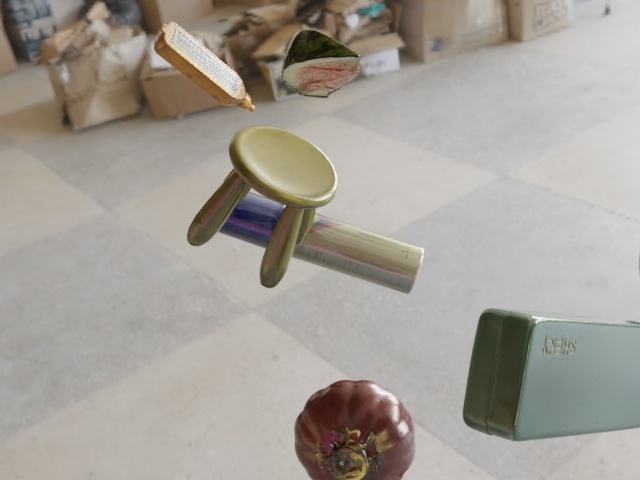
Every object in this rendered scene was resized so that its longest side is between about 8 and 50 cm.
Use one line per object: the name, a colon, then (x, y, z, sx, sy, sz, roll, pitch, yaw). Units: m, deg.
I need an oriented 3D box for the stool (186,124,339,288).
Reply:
stool: (-0.052, -0.036, 0.832, 0.135, 0.110, 0.134, 0, 47, -37)

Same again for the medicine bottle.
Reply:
medicine bottle: (0.000, 0.000, 0.983, 0.231, 0.059, 0.059, 18, 32, 0)

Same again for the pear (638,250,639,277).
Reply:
pear: (0.669, 0.064, 1.389, 0.285, 0.336, 0.285, -23, -7, -3)

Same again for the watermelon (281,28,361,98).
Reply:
watermelon: (-0.001, -0.278, 1.367, 0.119, 0.063, 0.245, 20, -11, -9)

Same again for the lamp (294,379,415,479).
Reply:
lamp: (0.028, 0.162, 0.704, 0.101, 0.101, 0.090, -6, 13, 10)

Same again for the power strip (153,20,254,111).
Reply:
power strip: (-0.158, -0.235, 1.197, 0.028, 0.178, 0.049, -29, 39, 35)

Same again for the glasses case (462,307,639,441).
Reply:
glasses case: (0.168, 0.089, 0.576, 0.184, 0.077, 0.039, 8, 2, -45)
